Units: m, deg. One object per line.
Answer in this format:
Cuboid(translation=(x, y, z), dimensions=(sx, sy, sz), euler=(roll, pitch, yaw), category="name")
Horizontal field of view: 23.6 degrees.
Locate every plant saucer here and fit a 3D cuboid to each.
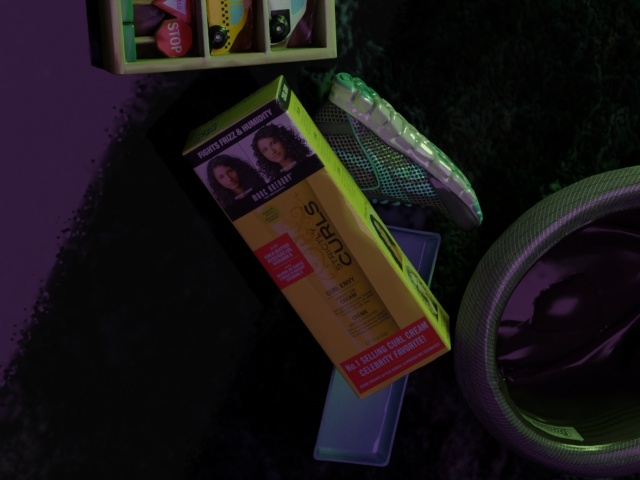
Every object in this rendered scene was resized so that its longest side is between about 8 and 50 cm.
Cuboid(translation=(0.042, 0.081, 1.201), dimensions=(0.067, 0.018, 0.192), euler=(9, 97, -23), category="plant saucer")

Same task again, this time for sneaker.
Cuboid(translation=(0.051, -0.053, 1.161), dimensions=(0.166, 0.065, 0.076), euler=(39, 101, -21), category="sneaker")

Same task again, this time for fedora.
Cuboid(translation=(0.224, 0.054, 1.210), dimensions=(0.275, 0.124, 0.243), euler=(-27, 108, -6), category="fedora")

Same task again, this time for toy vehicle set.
Cuboid(translation=(-0.078, -0.254, 1.069), dimensions=(0.166, 0.035, 0.266), euler=(-8, 104, -20), category="toy vehicle set")

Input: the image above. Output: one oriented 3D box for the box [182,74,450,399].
Cuboid(translation=(0.000, 0.000, 1.118), dimensions=(0.087, 0.058, 0.232), euler=(-30, 109, 14), category="box")
